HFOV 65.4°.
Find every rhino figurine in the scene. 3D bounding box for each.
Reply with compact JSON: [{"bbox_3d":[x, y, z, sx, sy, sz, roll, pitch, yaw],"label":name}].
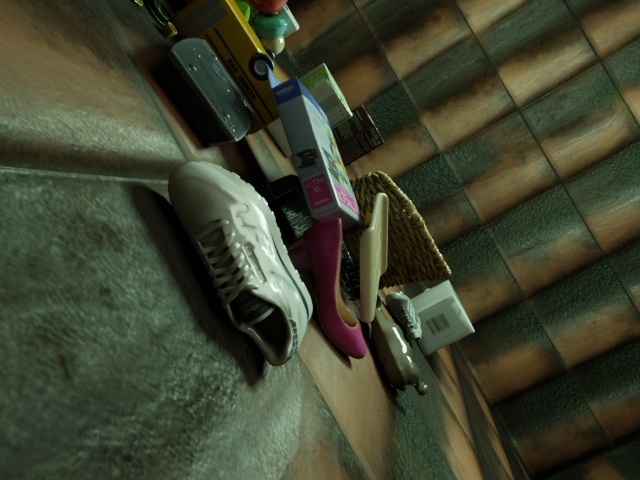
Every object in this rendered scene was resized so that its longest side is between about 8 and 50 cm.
[{"bbox_3d":[0.146,0.214,1.069,0.106,0.073,0.243,51,13,-50],"label":"rhino figurine"}]

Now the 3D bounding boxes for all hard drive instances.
[{"bbox_3d":[-0.186,-0.248,0.834,0.172,0.054,0.255,55,12,-21],"label":"hard drive"}]

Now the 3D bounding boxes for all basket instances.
[{"bbox_3d":[0.198,-0.042,1.285,0.299,0.222,0.214,51,39,-38],"label":"basket"}]

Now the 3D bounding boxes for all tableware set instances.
[{"bbox_3d":[-0.299,-0.417,0.844,0.154,0.024,0.104,54,13,-30],"label":"tableware set"}]

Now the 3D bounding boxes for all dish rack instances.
[{"bbox_3d":[0.000,0.000,0.986,0.272,0.074,0.208,64,13,9],"label":"dish rack"}]

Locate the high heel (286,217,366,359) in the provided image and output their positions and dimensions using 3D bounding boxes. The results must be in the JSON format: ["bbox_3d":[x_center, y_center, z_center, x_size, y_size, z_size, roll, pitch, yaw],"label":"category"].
[{"bbox_3d":[0.040,0.083,0.818,0.244,0.117,0.082,57,11,-11],"label":"high heel"}]

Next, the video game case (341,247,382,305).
[{"bbox_3d":[0.103,0.099,1.293,0.184,0.023,0.201,60,10,2],"label":"video game case"}]

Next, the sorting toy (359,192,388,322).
[{"bbox_3d":[0.100,0.028,0.977,0.208,0.038,0.193,-59,150,-61],"label":"sorting toy"}]

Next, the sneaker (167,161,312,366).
[{"bbox_3d":[-0.086,0.022,0.532,0.235,0.090,0.095,56,21,-13],"label":"sneaker"}]

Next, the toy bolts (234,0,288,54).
[{"bbox_3d":[-0.187,-0.498,1.175,0.218,0.228,0.159,40,-30,33],"label":"toy bolts"}]

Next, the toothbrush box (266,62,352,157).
[{"bbox_3d":[-0.040,-0.367,1.374,0.122,0.206,0.283,54,12,-25],"label":"toothbrush box"}]

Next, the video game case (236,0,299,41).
[{"bbox_3d":[-0.190,-0.569,1.249,0.193,0.212,0.023,53,37,-30],"label":"video game case"}]

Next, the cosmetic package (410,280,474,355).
[{"bbox_3d":[0.433,0.274,1.849,0.155,0.196,0.365,61,13,4],"label":"cosmetic package"}]

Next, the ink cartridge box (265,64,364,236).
[{"bbox_3d":[-0.008,-0.173,0.948,0.311,0.065,0.186,70,14,15],"label":"ink cartridge box"}]

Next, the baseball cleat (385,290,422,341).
[{"bbox_3d":[0.264,0.239,1.520,0.206,0.072,0.110,46,24,-39],"label":"baseball cleat"}]

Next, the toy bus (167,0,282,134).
[{"bbox_3d":[-0.186,-0.390,0.996,0.333,0.130,0.108,54,14,-27],"label":"toy bus"}]

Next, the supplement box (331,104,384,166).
[{"bbox_3d":[0.045,-0.264,1.396,0.073,0.239,0.130,51,15,-38],"label":"supplement box"}]

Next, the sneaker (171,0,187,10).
[{"bbox_3d":[-0.288,-0.523,1.049,0.162,0.073,0.063,44,-24,35],"label":"sneaker"}]
